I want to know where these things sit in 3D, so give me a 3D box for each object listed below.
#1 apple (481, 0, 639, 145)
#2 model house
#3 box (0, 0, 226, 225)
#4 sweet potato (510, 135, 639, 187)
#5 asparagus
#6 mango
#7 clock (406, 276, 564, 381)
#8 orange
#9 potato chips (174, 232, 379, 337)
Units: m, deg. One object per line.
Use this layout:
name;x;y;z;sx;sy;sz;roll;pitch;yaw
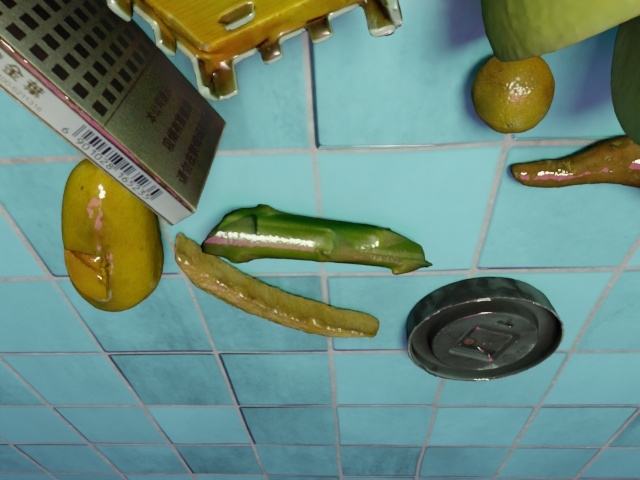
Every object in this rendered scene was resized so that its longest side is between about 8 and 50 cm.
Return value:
apple;0.268;-0.207;0.320;0.291;0.254;0.292;5;115;11
model house;-0.070;-0.258;0.329;0.224;0.216;0.198;-17;163;19
box;-0.230;-0.179;0.434;0.047;0.181;0.325;-24;129;25
sweet potato;0.429;-0.082;0.575;0.345;0.079;0.108;9;146;-2
asparagus;0.000;0.001;0.672;0.342;0.085;0.082;3;123;-9
mango;-0.290;-0.008;0.627;0.129;0.167;0.262;-1;133;-16
clock;0.300;0.173;0.844;0.280;0.056;0.281;1;134;1
orange;0.215;-0.162;0.502;0.085;0.085;0.095;-18;129;19
potato chips;-0.076;0.106;0.791;0.406;0.057;0.080;26;133;-21
